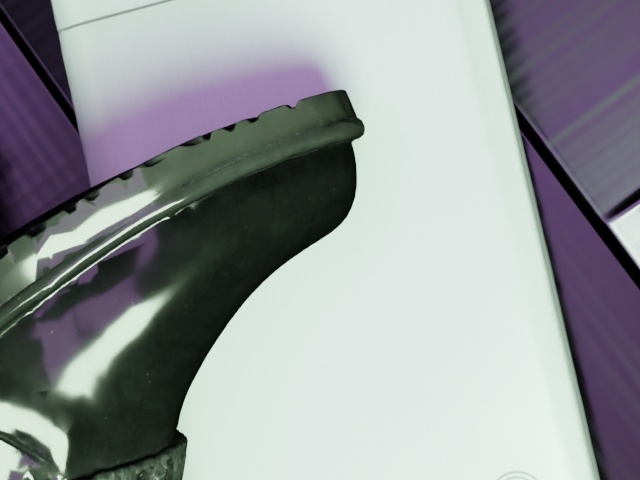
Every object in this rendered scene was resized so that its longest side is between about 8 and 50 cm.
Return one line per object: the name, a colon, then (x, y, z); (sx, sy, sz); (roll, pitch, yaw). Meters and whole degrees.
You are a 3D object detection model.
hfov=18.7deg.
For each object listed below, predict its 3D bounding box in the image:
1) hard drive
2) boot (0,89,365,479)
hard drive: (0.000, 0.000, 1.045); (0.233, 0.047, 0.353); (-13, 86, 10)
boot: (-0.081, 0.105, 0.962); (0.348, 0.131, 0.260); (-32, 97, -12)
